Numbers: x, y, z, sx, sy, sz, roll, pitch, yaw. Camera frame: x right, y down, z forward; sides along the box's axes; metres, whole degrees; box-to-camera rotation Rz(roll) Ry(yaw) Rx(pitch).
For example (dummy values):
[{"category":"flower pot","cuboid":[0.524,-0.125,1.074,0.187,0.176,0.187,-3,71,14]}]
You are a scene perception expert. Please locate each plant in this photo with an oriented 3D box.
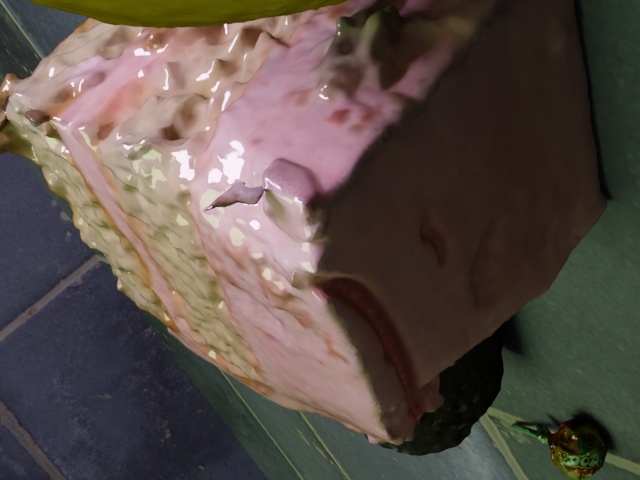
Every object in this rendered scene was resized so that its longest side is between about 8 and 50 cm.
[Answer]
[{"category":"plant","cuboid":[0.068,0.077,1.097,0.199,0.188,0.276,30,154,43]}]

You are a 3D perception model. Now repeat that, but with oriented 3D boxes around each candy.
[{"category":"candy","cuboid":[0.247,0.214,1.205,0.060,0.060,0.201,51,169,-7]}]

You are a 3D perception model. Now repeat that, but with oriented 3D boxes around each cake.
[{"category":"cake","cuboid":[0.004,-0.062,0.799,0.306,0.314,0.293,20,150,39]}]

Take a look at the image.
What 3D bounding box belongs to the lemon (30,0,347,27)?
[{"category":"lemon","cuboid":[-0.059,-0.250,0.485,0.364,0.364,0.364,43,161,19]}]
